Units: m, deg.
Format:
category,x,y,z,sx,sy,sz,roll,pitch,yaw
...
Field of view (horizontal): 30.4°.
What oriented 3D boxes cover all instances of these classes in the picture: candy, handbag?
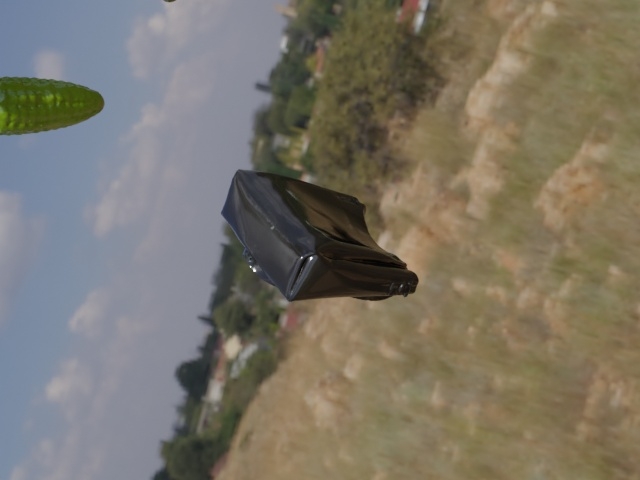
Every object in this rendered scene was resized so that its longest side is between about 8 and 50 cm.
category,x,y,z,sx,sy,sz,roll,pitch,yaw
candy,-0.458,-0.224,1.944,0.097,0.210,0.096,18,111,58
handbag,0.000,0.000,1.879,0.285,0.257,0.113,50,127,47

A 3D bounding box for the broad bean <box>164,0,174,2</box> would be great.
category,x,y,z,sx,sy,sz,roll,pitch,yaw
broad bean,-0.245,-0.441,2.043,0.063,0.083,0.045,30,131,43
